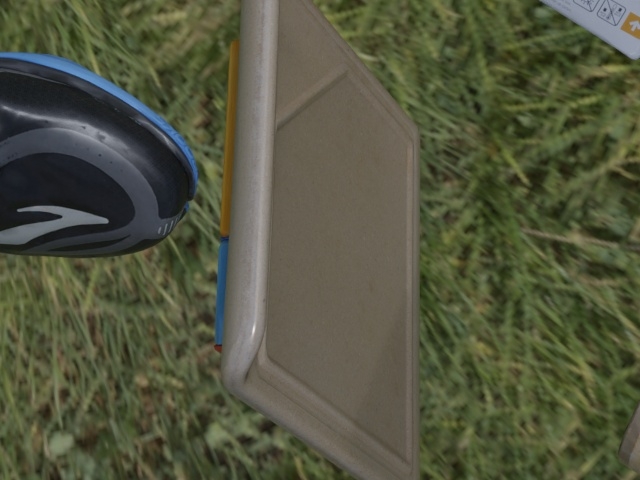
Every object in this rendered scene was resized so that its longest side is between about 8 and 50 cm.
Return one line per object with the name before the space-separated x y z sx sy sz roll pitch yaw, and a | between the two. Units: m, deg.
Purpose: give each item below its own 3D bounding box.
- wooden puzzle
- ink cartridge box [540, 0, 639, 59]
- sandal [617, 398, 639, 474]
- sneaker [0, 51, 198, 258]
wooden puzzle | 0.000 0.000 0.820 0.044 0.238 0.221 -7 64 19
ink cartridge box | 0.189 -0.336 1.273 0.304 0.072 0.307 34 128 7
sandal | 0.174 -0.020 0.485 0.079 0.088 0.240 29 106 17
sneaker | -0.129 -0.014 0.469 0.188 0.078 0.067 6 129 -13
